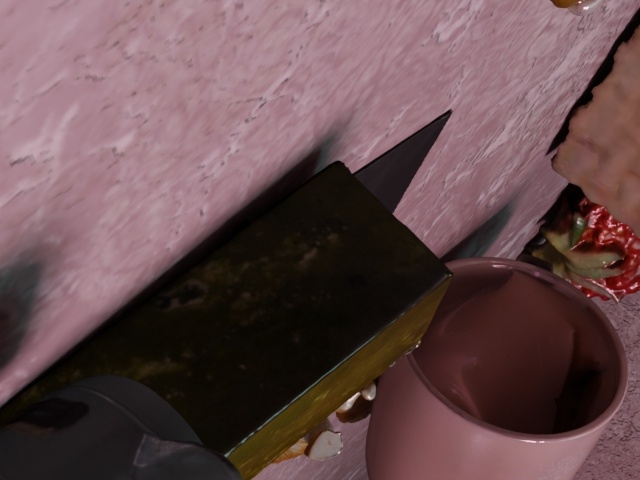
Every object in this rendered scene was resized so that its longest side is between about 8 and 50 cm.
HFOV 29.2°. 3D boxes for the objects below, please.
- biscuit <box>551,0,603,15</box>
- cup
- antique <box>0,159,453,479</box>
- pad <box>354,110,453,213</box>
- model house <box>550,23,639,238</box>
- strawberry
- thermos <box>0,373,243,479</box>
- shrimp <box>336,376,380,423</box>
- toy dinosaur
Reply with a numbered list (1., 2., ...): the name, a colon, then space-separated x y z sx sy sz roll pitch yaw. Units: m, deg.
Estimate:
1. biscuit: 0.222 -0.242 0.588 0.301 0.049 0.197 -44 168 -15
2. cup: 0.148 0.130 1.078 0.200 0.191 0.253 105 8 -45
3. antique: -0.049 0.066 0.546 0.221 0.080 0.081 -38 162 -23
4. pad: 0.000 0.000 0.684 0.193 0.004 0.116 -36 163 -42
5. model house: 0.497 -0.143 0.965 0.395 0.400 0.445 -34 161 -34
6. strawberry: 0.389 -0.037 1.419 0.306 0.138 0.233 -31 157 -20
7. thermos: -0.154 0.144 0.357 0.182 0.145 0.286 -18 -167 45
8. shrimp: 0.083 0.112 1.164 0.184 0.043 0.091 -37 159 -34
9. toy dinosaur: -0.033 0.137 0.903 0.212 0.057 0.142 -36 -174 3
